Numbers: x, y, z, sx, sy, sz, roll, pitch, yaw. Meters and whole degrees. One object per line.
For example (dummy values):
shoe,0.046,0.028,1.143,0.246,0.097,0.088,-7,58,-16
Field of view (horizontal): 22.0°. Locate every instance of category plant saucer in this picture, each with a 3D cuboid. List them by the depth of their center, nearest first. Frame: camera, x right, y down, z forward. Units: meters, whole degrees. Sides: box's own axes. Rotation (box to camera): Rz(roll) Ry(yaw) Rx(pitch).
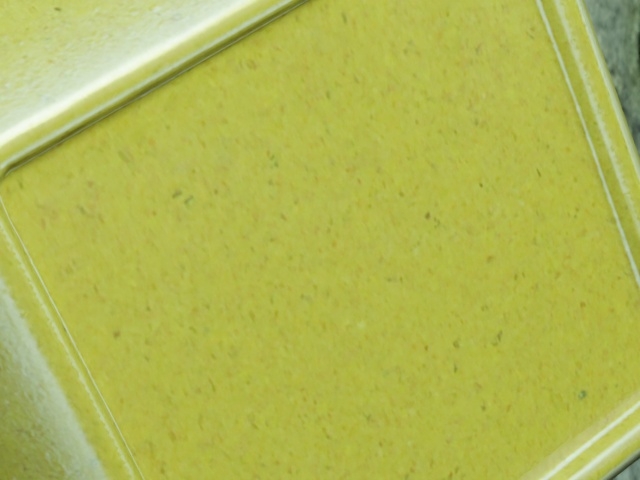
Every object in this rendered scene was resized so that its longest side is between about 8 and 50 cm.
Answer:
plant saucer,0.005,0.014,0.600,0.333,0.081,0.333,-34,113,-23
